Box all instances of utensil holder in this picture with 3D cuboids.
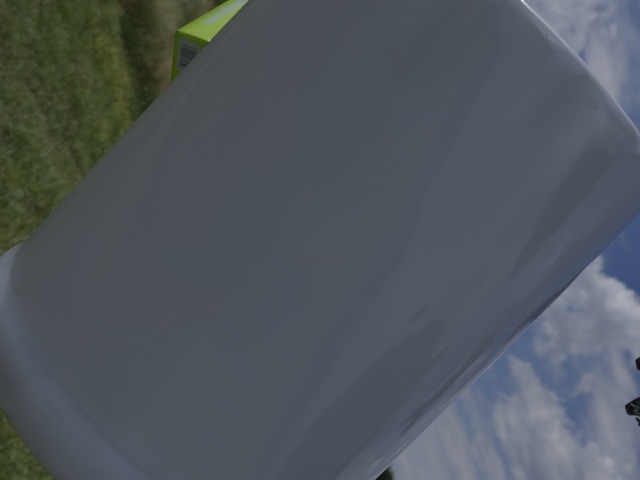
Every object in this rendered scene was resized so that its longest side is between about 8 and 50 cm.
[{"bbox_3d":[0.000,0.000,0.599,0.327,0.385,0.327,44,7,-7],"label":"utensil holder"}]

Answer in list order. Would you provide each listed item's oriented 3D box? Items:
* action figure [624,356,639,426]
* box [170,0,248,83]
[{"bbox_3d":[0.467,0.254,1.033,0.285,0.099,0.185,-58,138,-69],"label":"action figure"},{"bbox_3d":[-0.101,-0.204,0.871,0.178,0.042,0.109,-53,163,-50],"label":"box"}]
